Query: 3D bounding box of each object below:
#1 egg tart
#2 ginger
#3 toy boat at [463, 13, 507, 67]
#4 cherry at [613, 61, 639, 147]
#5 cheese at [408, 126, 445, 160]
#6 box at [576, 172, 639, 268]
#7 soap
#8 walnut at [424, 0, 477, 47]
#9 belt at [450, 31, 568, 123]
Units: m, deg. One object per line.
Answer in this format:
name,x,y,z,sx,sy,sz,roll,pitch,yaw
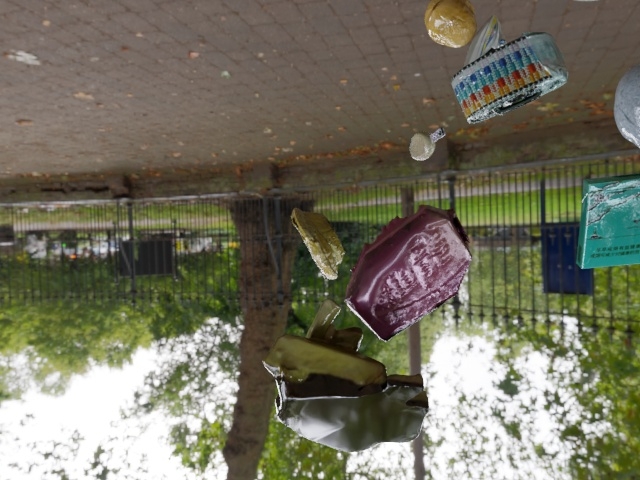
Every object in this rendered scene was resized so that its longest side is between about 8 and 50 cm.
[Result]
egg tart,0.000,0.000,1.734,0.116,0.290,0.290,-28,-177,-2
ginger,0.082,0.320,1.156,0.359,0.211,0.413,-15,134,20
toy boat,0.555,-0.613,1.658,0.141,0.269,0.141,29,-168,-6
cherry,1.011,-0.418,1.452,0.255,0.296,0.218,25,-156,27
cheese,0.373,-0.350,1.729,0.048,0.092,0.171,-15,154,-30
box,0.707,-0.044,1.172,0.161,0.226,0.042,-7,-155,6
soap,0.208,0.066,1.146,0.325,0.220,0.127,-38,-163,13
walnut,0.434,-0.727,1.632,0.159,0.159,0.207,0,171,41
belt,0.457,-0.389,1.188,0.258,0.149,0.207,-23,178,12
